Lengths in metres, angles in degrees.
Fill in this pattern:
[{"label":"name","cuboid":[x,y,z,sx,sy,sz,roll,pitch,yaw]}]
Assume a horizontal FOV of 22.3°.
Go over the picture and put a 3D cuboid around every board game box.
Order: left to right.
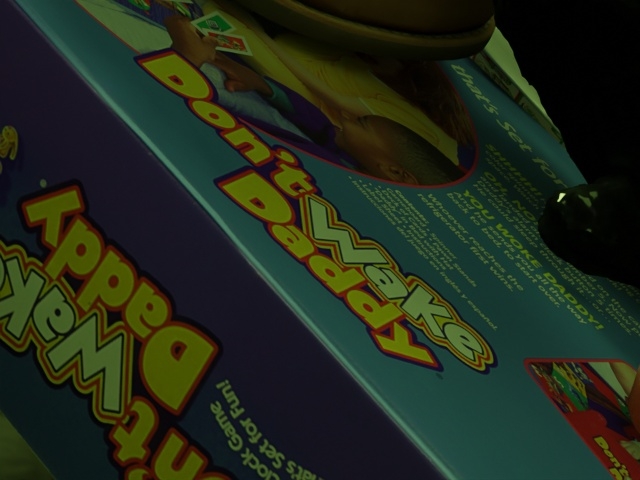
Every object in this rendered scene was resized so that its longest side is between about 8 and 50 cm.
[{"label":"board game box","cuboid":[0.000,0.000,0.463,0.347,0.078,0.233,47,24,19]}]

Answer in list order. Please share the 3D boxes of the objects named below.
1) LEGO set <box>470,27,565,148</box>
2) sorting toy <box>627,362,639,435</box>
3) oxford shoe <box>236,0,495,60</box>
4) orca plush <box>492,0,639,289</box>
[{"label":"LEGO set","cuboid":[0.128,-0.007,0.664,0.182,0.060,0.244,48,-2,4]},{"label":"sorting toy","cuboid":[0.121,0.044,0.403,0.102,0.042,0.061,8,37,-50]},{"label":"oxford shoe","cuboid":[-0.013,-0.110,0.451,0.212,0.076,0.076,20,27,-41]},{"label":"orca plush","cuboid":[0.100,-0.039,0.443,0.151,0.102,0.287,-6,-59,54]}]
